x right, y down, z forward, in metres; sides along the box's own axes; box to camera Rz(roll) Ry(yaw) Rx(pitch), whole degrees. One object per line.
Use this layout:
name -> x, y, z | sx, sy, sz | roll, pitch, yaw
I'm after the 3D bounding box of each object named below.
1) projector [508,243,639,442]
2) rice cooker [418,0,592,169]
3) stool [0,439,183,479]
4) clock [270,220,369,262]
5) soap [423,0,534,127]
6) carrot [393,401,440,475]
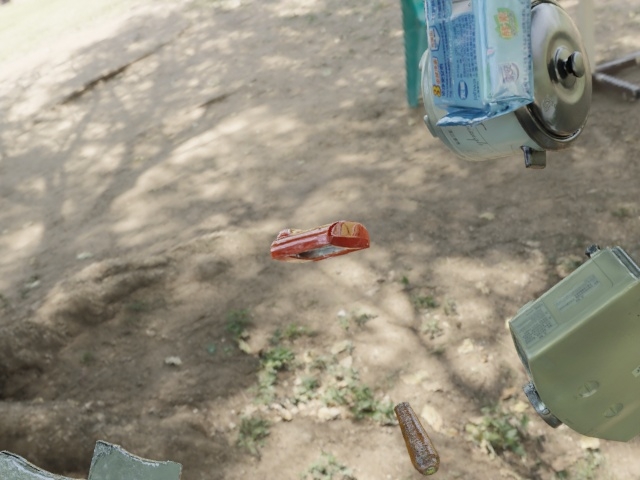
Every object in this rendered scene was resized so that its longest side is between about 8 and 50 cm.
projector -> 0.325, 0.132, 0.853 | 0.193, 0.269, 0.088 | -41, 38, 15
rice cooker -> 0.297, -0.246, 1.151 | 0.241, 0.280, 0.227 | 2, -5, -42
stool -> -0.349, 0.445, 1.065 | 0.171, 0.244, 0.269 | 10, 84, 19
clock -> 0.000, 0.000, 1.354 | 0.155, 0.061, 0.113 | -13, -13, 43
soap -> 0.199, -0.292, 0.957 | 0.077, 0.293, 0.156 | -13, 17, -19
carrot -> 0.109, 0.226, 0.846 | 0.032, 0.032, 0.093 | -25, 42, 0
